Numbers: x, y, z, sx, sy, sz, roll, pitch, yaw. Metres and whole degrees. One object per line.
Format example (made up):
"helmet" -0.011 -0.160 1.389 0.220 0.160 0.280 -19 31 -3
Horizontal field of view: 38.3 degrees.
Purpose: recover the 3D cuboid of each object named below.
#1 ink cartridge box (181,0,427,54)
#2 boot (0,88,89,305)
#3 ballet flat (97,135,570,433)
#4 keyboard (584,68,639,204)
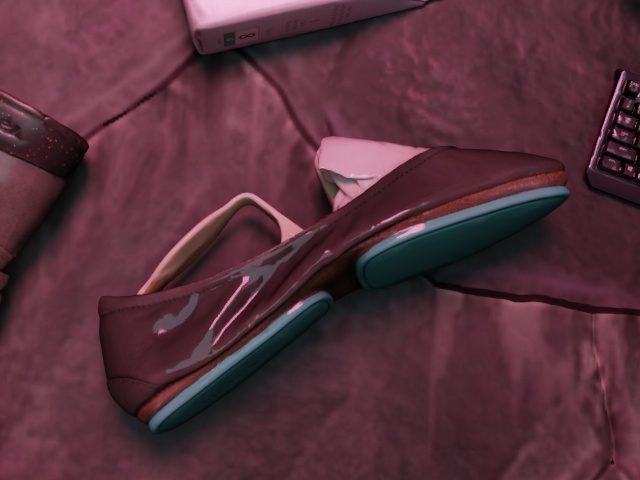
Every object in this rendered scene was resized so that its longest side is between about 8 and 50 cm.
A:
"ink cartridge box" 0.012 -0.226 0.556 0.225 0.056 0.180 -14 85 -4
"boot" -0.265 -0.041 0.500 0.247 0.083 0.161 29 88 1
"ballet flat" 0.000 0.000 0.510 0.280 0.095 0.096 -28 74 -7
"keyboard" 0.263 -0.056 0.571 0.180 0.023 0.108 20 82 -3
